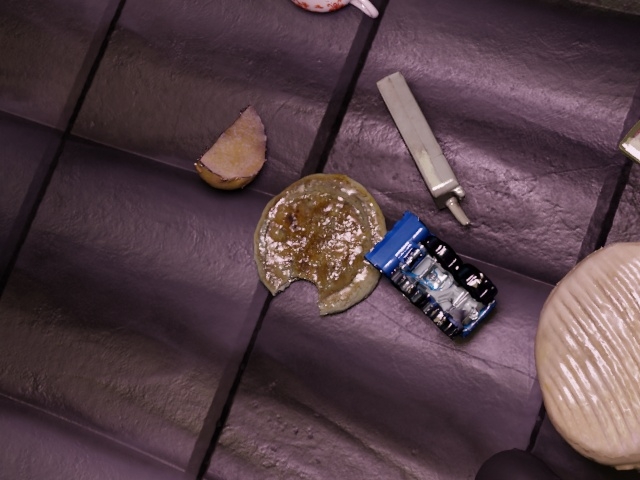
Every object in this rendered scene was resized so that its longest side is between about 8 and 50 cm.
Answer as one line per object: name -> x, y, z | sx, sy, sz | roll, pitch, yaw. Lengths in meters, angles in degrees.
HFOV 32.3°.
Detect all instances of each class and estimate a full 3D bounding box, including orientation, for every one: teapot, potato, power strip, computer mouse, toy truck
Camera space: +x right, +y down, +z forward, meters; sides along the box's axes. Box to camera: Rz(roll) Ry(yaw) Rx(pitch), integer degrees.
teapot -> 0.012, -0.483, 1.995 | 0.159, 0.116, 0.245 | -38, 76, -9
potato -> -0.149, -0.146, 1.970 | 0.101, 0.089, 0.172 | 33, 54, 0
power strip -> 0.179, -0.148, 1.866 | 0.053, 0.093, 0.288 | -26, 71, 4
computer mouse -> 0.349, 0.428, 1.687 | 0.264, 0.088, 0.147 | 30, 88, 16
toy truck -> 0.185, 0.061, 1.796 | 0.113, 0.126, 0.208 | -46, 66, 1

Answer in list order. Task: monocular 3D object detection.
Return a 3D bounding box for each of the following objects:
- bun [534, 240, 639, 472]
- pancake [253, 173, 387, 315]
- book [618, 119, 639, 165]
bun -> 0.487, 0.162, 1.644 | 0.326, 0.234, 0.361 | 34, 102, 26
pancake -> 0.000, 0.000, 1.905 | 0.254, 0.037, 0.253 | -3, 76, 14
book -> 0.655, -0.139, 1.775 | 0.289, 0.026, 0.201 | 42, 90, 20
